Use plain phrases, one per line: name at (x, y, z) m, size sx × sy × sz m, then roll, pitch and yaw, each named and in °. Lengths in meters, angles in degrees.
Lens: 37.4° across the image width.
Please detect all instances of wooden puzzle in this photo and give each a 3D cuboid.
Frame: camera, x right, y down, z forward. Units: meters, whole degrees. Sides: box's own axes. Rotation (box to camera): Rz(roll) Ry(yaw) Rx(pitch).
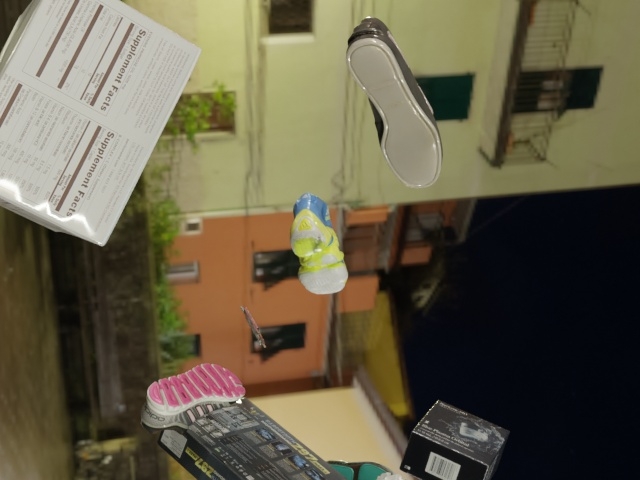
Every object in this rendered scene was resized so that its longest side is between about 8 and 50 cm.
wooden puzzle at (-0.106, 0.136, 1.499) m, size 0.083 × 0.006 × 0.049 m, roll 58°, pitch -13°, yaw 22°

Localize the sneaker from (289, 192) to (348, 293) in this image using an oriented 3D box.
sneaker at (0.000, 0.000, 1.708) m, size 0.240 × 0.091 × 0.126 m, roll 78°, pitch 11°, yaw -59°

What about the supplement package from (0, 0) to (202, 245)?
supplement package at (-0.256, -0.121, 0.930) m, size 0.262 × 0.145 × 0.204 m, roll 8°, pitch -109°, yaw 65°

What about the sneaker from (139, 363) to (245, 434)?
sneaker at (-0.172, 0.213, 1.246) m, size 0.063 × 0.170 × 0.074 m, roll 48°, pitch -61°, yaw 24°

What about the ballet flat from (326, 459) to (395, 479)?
ballet flat at (0.083, 0.457, 1.823) m, size 0.189 × 0.070 × 0.070 m, roll 4°, pitch -78°, yaw 37°

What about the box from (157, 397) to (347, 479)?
box at (-0.102, 0.332, 1.424) m, size 0.233 × 0.183 × 0.059 m, roll 33°, pitch -70°, yaw 30°

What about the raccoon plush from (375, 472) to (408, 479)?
raccoon plush at (-0.014, 0.573, 1.382) m, size 0.446 × 0.299 × 0.216 m, roll -86°, pitch 173°, yaw -46°

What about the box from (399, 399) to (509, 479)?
box at (0.256, 0.398, 1.795) m, size 0.158 × 0.156 × 0.093 m, roll -28°, pitch 136°, yaw -62°

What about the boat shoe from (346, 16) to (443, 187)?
boat shoe at (0.139, -0.239, 1.651) m, size 0.095 × 0.112 × 0.335 m, roll -77°, pitch 149°, yaw -43°
